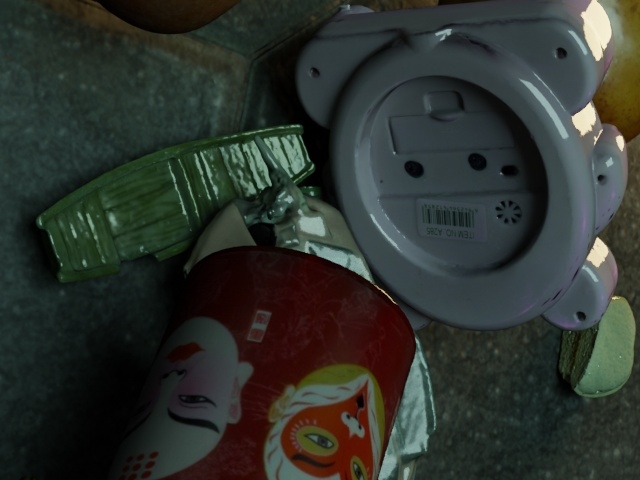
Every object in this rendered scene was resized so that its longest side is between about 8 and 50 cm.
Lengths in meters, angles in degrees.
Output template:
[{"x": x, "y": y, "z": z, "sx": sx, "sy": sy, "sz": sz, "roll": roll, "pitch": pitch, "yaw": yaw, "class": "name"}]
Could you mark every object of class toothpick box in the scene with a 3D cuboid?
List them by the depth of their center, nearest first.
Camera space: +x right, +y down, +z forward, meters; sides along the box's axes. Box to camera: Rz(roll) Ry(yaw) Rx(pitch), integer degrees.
[{"x": -0.063, "y": 0.194, "z": 1.221, "sx": 0.204, "sy": 0.204, "sz": 0.333, "roll": 42, "pitch": 49, "yaw": -28, "class": "toothpick box"}]

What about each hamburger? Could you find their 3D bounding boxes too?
[{"x": 0.311, "y": 0.118, "z": 1.769, "sx": 0.084, "sy": 0.054, "sz": 0.121, "roll": 23, "pitch": 76, "yaw": -39, "class": "hamburger"}]

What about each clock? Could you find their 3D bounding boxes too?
[{"x": 0.139, "y": -0.068, "z": 1.497, "sx": 0.113, "sy": 0.295, "sz": 0.322, "roll": -51, "pitch": 133, "yaw": -55, "class": "clock"}]

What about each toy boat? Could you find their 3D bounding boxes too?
[{"x": -0.132, "y": -0.037, "z": 1.433, "sx": 0.293, "sy": 0.055, "sz": 0.093, "roll": -24, "pitch": 101, "yaw": -36, "class": "toy boat"}]

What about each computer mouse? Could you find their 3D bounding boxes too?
[{"x": -0.025, "y": 0.094, "z": 1.466, "sx": 0.199, "sy": 0.115, "sz": 0.389, "roll": -20, "pitch": 98, "yaw": -23, "class": "computer mouse"}]

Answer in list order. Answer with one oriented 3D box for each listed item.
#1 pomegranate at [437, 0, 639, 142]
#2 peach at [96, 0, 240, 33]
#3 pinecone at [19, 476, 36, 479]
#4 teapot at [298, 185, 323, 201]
[{"x": 0.228, "y": -0.202, "z": 1.606, "sx": 0.264, "sy": 0.264, "sz": 0.264, "roll": 3, "pitch": 85, "yaw": -37, "class": "pomegranate"}, {"x": -0.119, "y": -0.307, "z": 1.353, "sx": 0.252, "sy": 0.252, "sz": 0.252, "roll": 3, "pitch": 85, "yaw": -37, "class": "peach"}, {"x": -0.289, "y": 0.262, "z": 1.218, "sx": 0.208, "sy": 0.208, "sz": 0.207, "roll": 3, "pitch": 85, "yaw": -37, "class": "pinecone"}, {"x": 0.000, "y": 0.000, "z": 1.543, "sx": 0.043, "sy": 0.043, "sz": 0.110, "roll": -16, "pitch": 94, "yaw": -37, "class": "teapot"}]
